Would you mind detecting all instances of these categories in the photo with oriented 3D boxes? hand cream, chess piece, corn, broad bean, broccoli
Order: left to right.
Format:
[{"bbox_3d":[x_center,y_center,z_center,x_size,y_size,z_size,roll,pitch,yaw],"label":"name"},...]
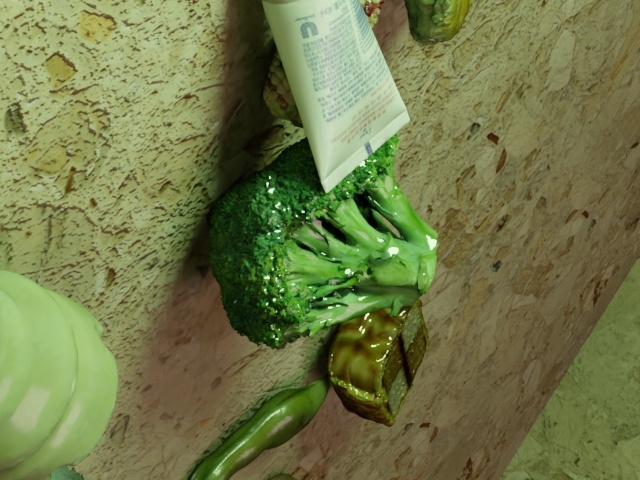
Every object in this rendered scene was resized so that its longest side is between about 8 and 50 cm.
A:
[{"bbox_3d":[-0.301,0.078,1.094,0.234,0.234,0.442,-55,161,-6],"label":"chess piece"},{"bbox_3d":[-0.093,0.277,1.961,0.325,0.067,0.075,-39,119,-33],"label":"broad bean"},{"bbox_3d":[0.000,0.000,1.558,0.261,0.242,0.269,118,-11,-53],"label":"broccoli"},{"bbox_3d":[0.012,-0.183,1.408,0.133,0.083,0.247,-39,126,-27],"label":"hand cream"},{"bbox_3d":[0.018,-0.235,1.476,0.086,0.086,0.253,-2,121,-63],"label":"corn"}]

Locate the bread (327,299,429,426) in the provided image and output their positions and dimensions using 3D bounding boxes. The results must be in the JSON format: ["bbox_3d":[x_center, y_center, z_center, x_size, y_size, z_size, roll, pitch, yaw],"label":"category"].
[{"bbox_3d":[0.085,0.168,2.093,0.181,0.096,0.222,-64,161,-19],"label":"bread"}]

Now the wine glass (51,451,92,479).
[{"bbox_3d":[-0.352,0.347,1.373,0.357,0.190,0.190,-54,157,2],"label":"wine glass"}]

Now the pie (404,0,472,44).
[{"bbox_3d":[0.145,-0.350,1.524,0.306,0.071,0.306,14,90,-78],"label":"pie"}]

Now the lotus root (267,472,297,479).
[{"bbox_3d":[-0.089,0.474,2.204,0.170,0.074,0.260,-21,140,-54],"label":"lotus root"}]
